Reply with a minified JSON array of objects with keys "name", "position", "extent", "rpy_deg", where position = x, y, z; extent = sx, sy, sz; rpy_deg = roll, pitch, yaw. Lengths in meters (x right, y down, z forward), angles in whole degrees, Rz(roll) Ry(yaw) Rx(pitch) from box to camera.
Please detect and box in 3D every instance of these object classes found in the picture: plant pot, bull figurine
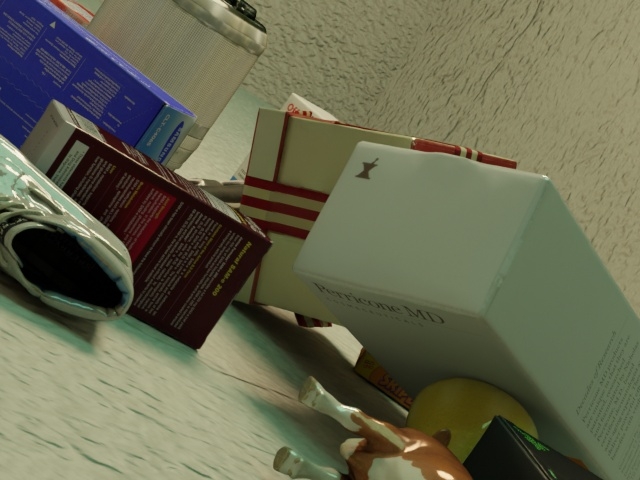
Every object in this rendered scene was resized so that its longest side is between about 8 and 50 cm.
[{"name":"plant pot","position":[0.134,0.215,1.471],"extent":[0.134,0.134,0.095],"rpy_deg":[35,38,0]},{"name":"bull figurine","position":[0.063,0.210,1.231],"extent":[0.188,0.101,0.310],"rpy_deg":[28,8,-22]}]

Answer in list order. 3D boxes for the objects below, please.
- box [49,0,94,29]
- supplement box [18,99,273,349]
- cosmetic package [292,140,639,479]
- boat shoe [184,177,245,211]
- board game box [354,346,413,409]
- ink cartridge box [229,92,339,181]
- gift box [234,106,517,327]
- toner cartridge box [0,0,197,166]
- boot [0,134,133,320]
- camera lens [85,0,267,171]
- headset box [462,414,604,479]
[{"name":"box","position":[-0.423,-0.319,2.269],"extent":[0.257,0.123,0.128],"rpy_deg":[38,8,20]},{"name":"supplement box","position":[-0.179,-0.012,1.421],"extent":[0.239,0.130,0.073],"rpy_deg":[32,8,-28]},{"name":"cosmetic package","position":[0.190,0.099,1.584],"extent":[0.230,0.161,0.453],"rpy_deg":[13,-24,38]},{"name":"boat shoe","position":[-0.130,-0.033,1.833],"extent":[0.095,0.112,0.335],"rpy_deg":[38,10,16]},{"name":"board game box","position":[0.157,0.212,1.876],"extent":[0.259,0.039,0.124],"rpy_deg":[38,8,0]},{"name":"ink cartridge box","position":[-0.039,-0.096,2.257],"extent":[0.086,0.203,0.148],"rpy_deg":[28,10,-42]},{"name":"gift box","position":[0.056,-0.007,1.778],"extent":[0.258,0.255,0.276],"rpy_deg":[14,-1,37]},{"name":"toner cartridge box","position":[-0.314,-0.169,1.676],"extent":[0.348,0.165,0.075],"rpy_deg":[39,9,23]},{"name":"boot","position":[-0.260,-0.026,1.272],"extent":[0.258,0.095,0.123],"rpy_deg":[34,1,-17]},{"name":"camera lens","position":[-0.222,-0.244,2.106],"extent":[0.219,0.274,0.219],"rpy_deg":[34,7,-5]},{"name":"headset box","position":[0.244,0.301,1.328],"extent":[0.283,0.131,0.246],"rpy_deg":[32,8,-17]}]
